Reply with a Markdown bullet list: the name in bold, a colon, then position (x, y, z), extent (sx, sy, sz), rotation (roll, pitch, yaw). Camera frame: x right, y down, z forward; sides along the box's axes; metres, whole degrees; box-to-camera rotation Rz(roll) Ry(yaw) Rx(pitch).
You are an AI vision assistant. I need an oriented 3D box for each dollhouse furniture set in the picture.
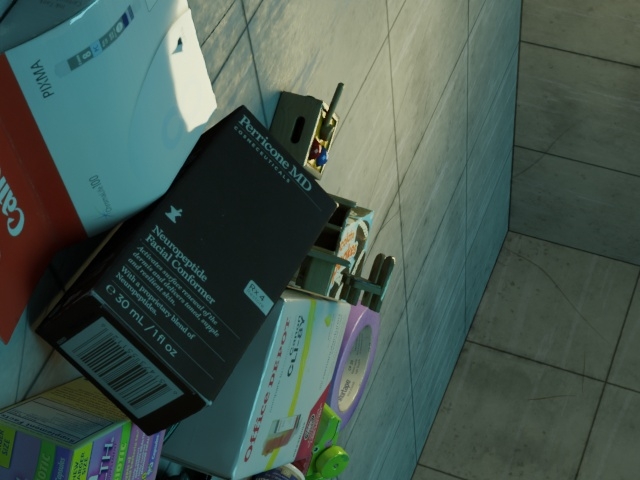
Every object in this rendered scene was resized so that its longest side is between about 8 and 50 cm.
- **dollhouse furniture set**: position (0.000, 0.000, 1.941), extent (0.242, 0.212, 0.161), rotation (-162, -91, -80)

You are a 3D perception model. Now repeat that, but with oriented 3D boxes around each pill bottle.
- **pill bottle**: position (-0.102, 0.502, 2.250), extent (0.094, 0.094, 0.169), rotation (85, 26, -50)

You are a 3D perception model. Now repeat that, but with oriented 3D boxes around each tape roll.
- **tape roll**: position (0.033, 0.251, 2.463), extent (0.275, 0.090, 0.275), rotation (16, 90, -74)

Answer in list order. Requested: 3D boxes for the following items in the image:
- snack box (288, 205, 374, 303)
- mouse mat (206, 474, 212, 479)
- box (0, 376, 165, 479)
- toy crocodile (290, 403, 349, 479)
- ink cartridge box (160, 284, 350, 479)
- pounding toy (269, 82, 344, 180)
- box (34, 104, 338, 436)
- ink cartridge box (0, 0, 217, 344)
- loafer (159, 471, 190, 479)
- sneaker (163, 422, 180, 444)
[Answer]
- **snack box**: position (0.011, 0.052, 2.260), extent (0.322, 0.060, 0.187), rotation (-31, 134, -66)
- **mouse mat**: position (-0.192, 0.426, 1.958), extent (0.152, 0.007, 0.189), rotation (168, -63, -86)
- **box**: position (-0.296, 0.294, 1.407), extent (0.243, 0.117, 0.213), rotation (-16, 120, -70)
- **toy crocodile**: position (-0.033, 0.459, 2.366), extent (0.105, 0.115, 0.340), rotation (-10, 132, -36)
- **ink cartridge box**: position (-0.104, 0.204, 1.857), extent (0.385, 0.160, 0.279), rotation (16, 90, -73)
- **pounding toy**: position (-0.014, -0.178, 1.900), extent (0.130, 0.100, 0.141), rotation (30, 77, -73)
- **box**: position (-0.147, 0.028, 1.449), extent (0.143, 0.191, 0.381), rotation (-32, -161, 41)
- **ink cartridge box**: position (-0.247, -0.113, 1.242), extent (0.308, 0.091, 0.385), rotation (80, 29, -55)
- **loafer**: position (-0.234, 0.393, 1.784), extent (0.267, 0.084, 0.096), rotation (99, -15, -71)
- **sneaker**: position (-0.217, 0.192, 1.640), extent (0.267, 0.101, 0.106), rotation (-60, 171, -17)
